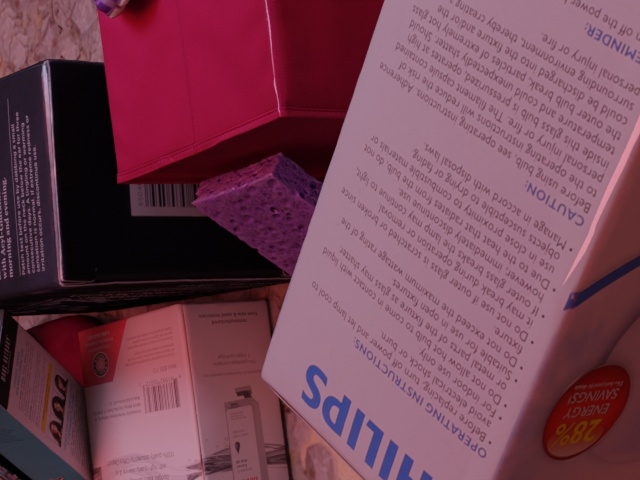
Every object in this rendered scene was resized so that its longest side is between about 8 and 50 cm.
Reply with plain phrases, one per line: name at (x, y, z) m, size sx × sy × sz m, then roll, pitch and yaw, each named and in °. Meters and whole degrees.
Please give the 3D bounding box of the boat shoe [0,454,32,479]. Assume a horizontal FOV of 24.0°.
boat shoe at (-0.371, 0.206, 1.721) m, size 0.340 × 0.113 × 0.127 m, roll 41°, pitch 121°, yaw 5°

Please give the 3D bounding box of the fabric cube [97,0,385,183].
fabric cube at (-0.026, -0.198, 1.317) m, size 0.259 × 0.254 × 0.258 m, roll -16°, pitch 80°, yaw 49°

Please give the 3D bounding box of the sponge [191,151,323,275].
sponge at (0.000, 0.000, 1.338) m, size 0.117 × 0.210 × 0.031 m, roll -19°, pitch 43°, yaw 49°

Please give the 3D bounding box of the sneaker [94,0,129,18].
sneaker at (-0.203, -0.262, 1.274) m, size 0.068 × 0.071 × 0.170 m, roll -42°, pitch 61°, yaw 43°

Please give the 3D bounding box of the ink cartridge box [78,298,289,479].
ink cartridge box at (-0.142, 0.216, 1.564) m, size 0.207 × 0.117 × 0.283 m, roll -16°, pitch 78°, yaw 48°

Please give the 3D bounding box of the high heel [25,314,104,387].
high heel at (-0.401, 0.175, 1.814) m, size 0.377 × 0.181 × 0.127 m, roll -28°, pitch 69°, yaw 46°

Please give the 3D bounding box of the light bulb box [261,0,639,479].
light bulb box at (0.202, -0.014, 0.977) m, size 0.225 × 0.358 × 0.361 m, roll 41°, pitch 122°, yaw 43°

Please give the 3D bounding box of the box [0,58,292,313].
box at (-0.251, -0.038, 1.551) m, size 0.395 × 0.293 × 0.212 m, roll -10°, pitch 83°, yaw 49°

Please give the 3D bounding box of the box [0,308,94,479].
box at (-0.302, 0.173, 1.556) m, size 0.060 × 0.244 × 0.100 m, roll -10°, pitch 56°, yaw 15°
